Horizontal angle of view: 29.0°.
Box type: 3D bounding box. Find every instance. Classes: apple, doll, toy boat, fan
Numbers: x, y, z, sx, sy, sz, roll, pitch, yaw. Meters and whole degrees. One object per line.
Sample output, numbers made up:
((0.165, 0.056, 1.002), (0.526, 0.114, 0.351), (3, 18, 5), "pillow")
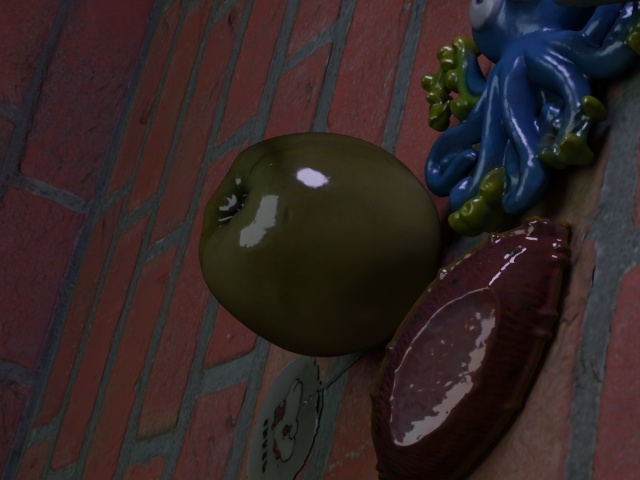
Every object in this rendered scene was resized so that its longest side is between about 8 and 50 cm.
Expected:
((0.000, 0.000, 1.349), (0.262, 0.262, 0.262), (-48, 29, 39), "apple")
((0.199, -0.177, 1.242), (0.346, 0.099, 0.341), (-35, 39, 47), "doll")
((0.130, 0.114, 1.142), (0.141, 0.099, 0.318), (34, 104, 25), "toy boat")
((-0.013, 0.190, 1.492), (0.329, 0.009, 0.190), (-48, 29, 40), "fan")

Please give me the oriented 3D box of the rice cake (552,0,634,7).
((0.287, -0.236, 1.104), (0.180, 0.030, 0.042), (3, 68, 40), "rice cake")
